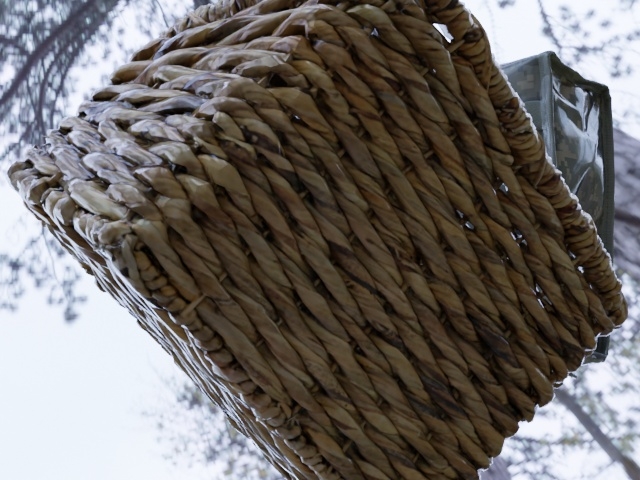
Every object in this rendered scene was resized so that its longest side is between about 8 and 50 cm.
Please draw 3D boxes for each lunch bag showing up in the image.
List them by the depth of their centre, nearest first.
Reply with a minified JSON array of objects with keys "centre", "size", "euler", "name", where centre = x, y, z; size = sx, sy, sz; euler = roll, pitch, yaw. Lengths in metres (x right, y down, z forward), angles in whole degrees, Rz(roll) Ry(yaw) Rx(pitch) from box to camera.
[{"centre":[0.151,-0.008,1.063],"size":[0.169,0.235,0.287],"euler":[12,-106,-52],"name":"lunch bag"}]

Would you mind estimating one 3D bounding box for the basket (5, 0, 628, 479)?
[{"centre":[0.000,0.000,0.654],"size":[0.223,0.213,0.299],"euler":[-47,-59,-13],"name":"basket"}]
